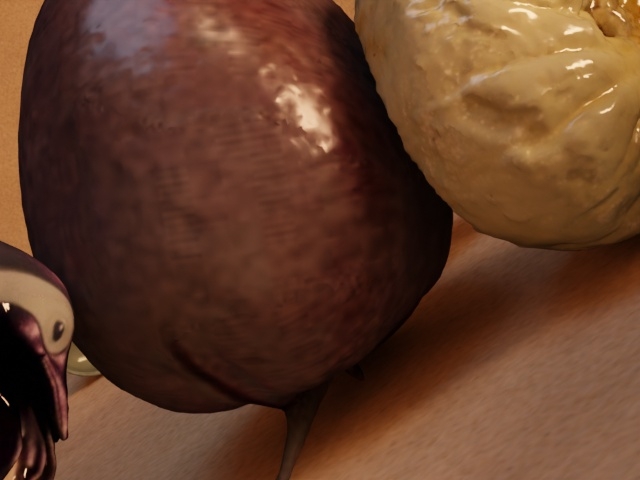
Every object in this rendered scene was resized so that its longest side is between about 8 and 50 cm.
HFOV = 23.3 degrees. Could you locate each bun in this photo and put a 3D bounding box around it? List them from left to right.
[{"bbox_3d":[0.093,-0.077,0.642,0.111,0.164,0.188,-33,9,24],"label":"bun"}]

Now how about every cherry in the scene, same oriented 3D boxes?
[{"bbox_3d":[-0.037,-0.021,0.692,0.183,0.266,0.213,-18,-3,-1],"label":"cherry"}]

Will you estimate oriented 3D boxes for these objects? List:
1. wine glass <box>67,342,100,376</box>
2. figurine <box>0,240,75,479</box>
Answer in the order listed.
[{"bbox_3d":[-0.179,0.058,1.209,0.073,0.073,0.155,-35,7,-2],"label":"wine glass"},{"bbox_3d":[-0.177,0.092,0.582,0.145,0.145,0.222,-16,52,62],"label":"figurine"}]
